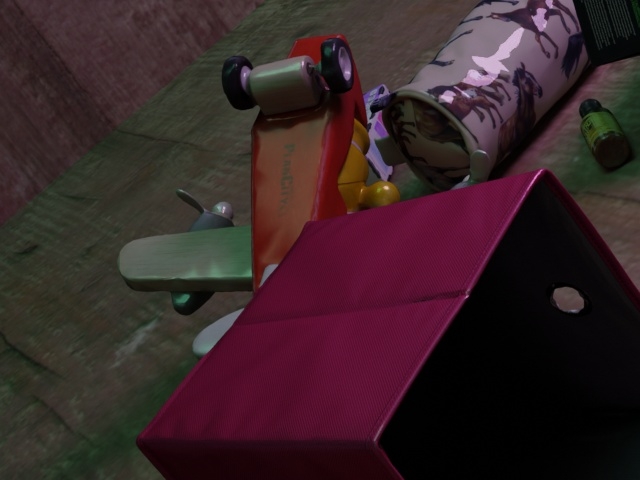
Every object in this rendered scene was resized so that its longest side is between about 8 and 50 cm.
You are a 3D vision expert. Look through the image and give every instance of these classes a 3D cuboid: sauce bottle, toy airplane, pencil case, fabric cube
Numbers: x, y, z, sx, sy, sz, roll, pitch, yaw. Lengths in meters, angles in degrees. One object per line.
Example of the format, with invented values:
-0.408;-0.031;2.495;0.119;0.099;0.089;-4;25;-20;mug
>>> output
0.309;-0.122;1.311;0.042;0.042;0.128;-31;21;14;sauce bottle
0.000;0.000;1.315;0.384;0.272;0.386;-48;59;1;toy airplane
0.240;-0.240;1.489;0.183;0.160;0.410;16;55;46;pencil case
0.080;0.137;0.867;0.258;0.254;0.259;-12;34;50;fabric cube

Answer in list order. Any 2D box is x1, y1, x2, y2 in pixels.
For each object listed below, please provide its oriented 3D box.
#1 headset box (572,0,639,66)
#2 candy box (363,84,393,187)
0.437;-0.290;1.210;0.283;0.131;0.246;-14;4;44;headset box
0.026;-0.118;1.684;0.165;0.070;0.196;-25;24;27;candy box
